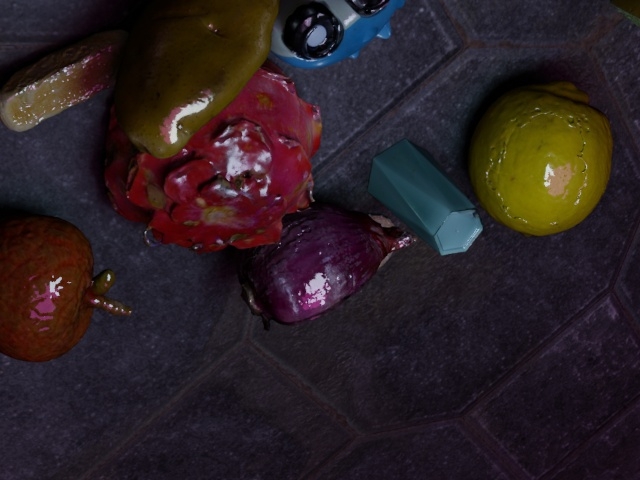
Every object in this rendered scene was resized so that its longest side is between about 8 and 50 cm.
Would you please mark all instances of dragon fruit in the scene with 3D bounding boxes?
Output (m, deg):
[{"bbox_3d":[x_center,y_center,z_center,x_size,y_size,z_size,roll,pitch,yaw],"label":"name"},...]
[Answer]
[{"bbox_3d":[-0.161,-0.125,1.811,0.386,0.249,0.371,20,116,-37],"label":"dragon fruit"}]

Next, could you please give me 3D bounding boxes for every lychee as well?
[{"bbox_3d":[-0.463,0.079,1.764,0.300,0.255,0.255,17,120,4],"label":"lychee"}]

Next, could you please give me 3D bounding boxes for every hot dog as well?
[{"bbox_3d":[-0.395,-0.255,1.675,0.242,0.073,0.084,-30,137,-12],"label":"hot dog"}]

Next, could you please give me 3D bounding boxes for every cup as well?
[{"bbox_3d":[0.209,-0.077,2.062,0.148,0.235,0.134,-36,135,-6],"label":"cup"}]

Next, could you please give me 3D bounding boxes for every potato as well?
[{"bbox_3d":[-0.189,-0.292,1.634,0.195,0.176,0.369,31,74,-13],"label":"potato"}]

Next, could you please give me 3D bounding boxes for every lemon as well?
[{"bbox_3d":[0.429,-0.159,2.103,0.297,0.297,0.297,-16,130,-20],"label":"lemon"}]

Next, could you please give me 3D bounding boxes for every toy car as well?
[{"bbox_3d":[0.022,-0.381,1.756,0.255,0.188,0.190,-41,142,1],"label":"toy car"}]

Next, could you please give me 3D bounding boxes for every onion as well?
[{"bbox_3d":[0.000,0.000,1.983,0.349,0.267,0.159,-27,122,-15],"label":"onion"}]

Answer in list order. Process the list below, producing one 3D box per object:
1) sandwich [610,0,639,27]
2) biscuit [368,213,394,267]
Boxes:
[{"bbox_3d":[0.689,-0.517,2.097,0.122,0.128,0.235,19,111,-35],"label":"sandwich"},{"bbox_3d":[0.091,0.011,2.203,0.152,0.020,0.152,-15,128,-20],"label":"biscuit"}]
